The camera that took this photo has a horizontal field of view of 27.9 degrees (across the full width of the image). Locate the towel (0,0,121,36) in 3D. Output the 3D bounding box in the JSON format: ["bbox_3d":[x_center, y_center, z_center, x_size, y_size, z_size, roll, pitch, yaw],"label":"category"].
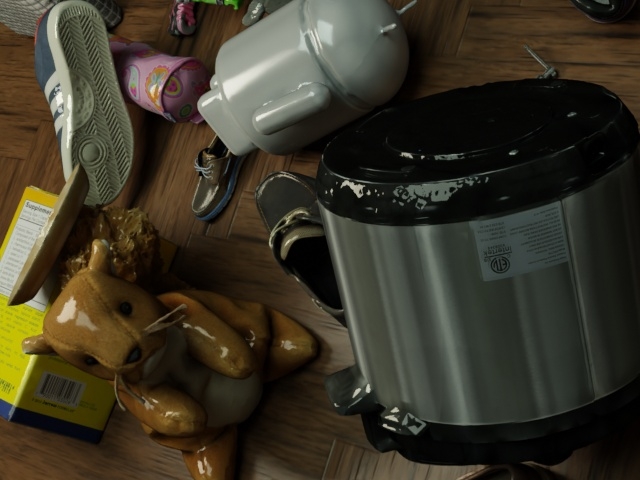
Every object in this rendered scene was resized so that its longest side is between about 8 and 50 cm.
[{"bbox_3d":[-0.542,-0.471,2.422,0.284,0.235,0.121,16,79,41],"label":"towel"}]

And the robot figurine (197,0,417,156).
[{"bbox_3d":[-0.014,-0.259,1.929,0.353,0.200,0.300,-26,28,29],"label":"robot figurine"}]

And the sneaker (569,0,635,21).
[{"bbox_3d":[0.305,-0.403,1.693,0.283,0.124,0.107,45,112,6],"label":"sneaker"}]

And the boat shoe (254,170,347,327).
[{"bbox_3d":[0.000,0.000,1.851,0.132,0.130,0.355,-51,49,9],"label":"boat shoe"}]

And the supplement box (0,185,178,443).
[{"bbox_3d":[-0.419,0.120,2.094,0.194,0.195,0.356,18,83,42],"label":"supplement box"}]

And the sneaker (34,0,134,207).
[{"bbox_3d":[-0.411,-0.230,2.187,0.148,0.131,0.350,10,107,55],"label":"sneaker"}]

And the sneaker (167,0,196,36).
[{"bbox_3d":[-0.250,-0.416,2.295,0.057,0.047,0.119,-17,59,46],"label":"sneaker"}]

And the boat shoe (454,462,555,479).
[{"bbox_3d":[0.128,0.371,1.594,0.342,0.123,0.123,-33,54,23],"label":"boat shoe"}]

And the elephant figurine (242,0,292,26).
[{"bbox_3d":[-0.022,-0.477,2.084,0.169,0.186,0.239,106,167,-52],"label":"elephant figurine"}]

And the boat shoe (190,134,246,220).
[{"bbox_3d":[-0.170,-0.122,2.084,0.066,0.066,0.183,21,85,42],"label":"boat shoe"}]

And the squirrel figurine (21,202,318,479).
[{"bbox_3d":[-0.265,0.128,1.846,0.281,0.370,0.397,-53,48,8],"label":"squirrel figurine"}]

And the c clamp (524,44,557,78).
[{"bbox_3d":[0.281,-0.172,1.778,0.160,0.022,0.137,-51,54,8],"label":"c clamp"}]

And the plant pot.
[{"bbox_3d":[-0.398,-0.004,1.909,0.236,0.032,0.236,-57,15,25],"label":"plant pot"}]

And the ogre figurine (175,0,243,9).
[{"bbox_3d":[-0.204,-0.466,2.231,0.118,0.097,0.197,-11,72,-8],"label":"ogre figurine"}]

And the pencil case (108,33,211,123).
[{"bbox_3d":[-0.307,-0.280,2.232,0.284,0.124,0.124,22,86,41],"label":"pencil case"}]

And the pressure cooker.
[{"bbox_3d":[0.199,0.061,1.469,0.370,0.375,0.420,1,115,35],"label":"pressure cooker"}]
